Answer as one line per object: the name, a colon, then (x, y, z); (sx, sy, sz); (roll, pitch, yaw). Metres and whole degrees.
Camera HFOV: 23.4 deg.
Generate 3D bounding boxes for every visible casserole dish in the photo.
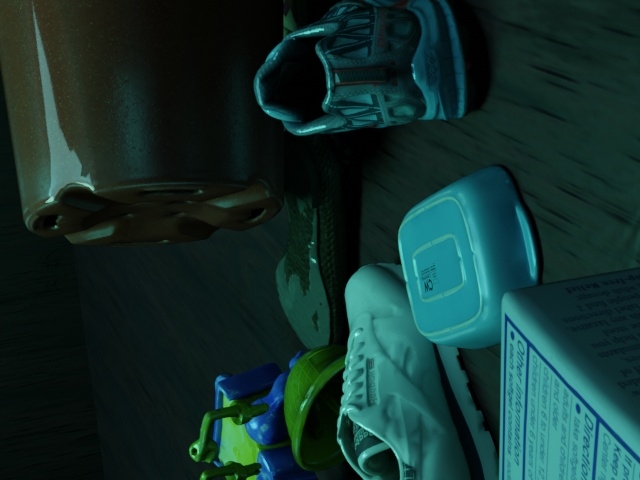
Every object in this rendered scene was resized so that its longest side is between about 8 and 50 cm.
casserole dish: (0.094, 0.016, 1.037); (0.188, 0.037, 0.114); (147, 113, -74)

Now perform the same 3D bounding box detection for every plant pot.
plant pot: (-0.140, -0.143, 1.214); (0.272, 0.272, 0.265); (135, 131, -71)

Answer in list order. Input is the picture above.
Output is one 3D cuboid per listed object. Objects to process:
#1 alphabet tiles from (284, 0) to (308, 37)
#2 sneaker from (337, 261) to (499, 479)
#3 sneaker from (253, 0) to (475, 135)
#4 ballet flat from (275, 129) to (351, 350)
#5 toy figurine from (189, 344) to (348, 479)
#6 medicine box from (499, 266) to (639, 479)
alphabet tiles: (-0.073, -0.305, 1.453); (0.342, 0.011, 0.285); (-136, 39, -64)
sneaker: (0.052, 0.110, 1.134); (0.090, 0.095, 0.235); (95, 160, -46)
sneaker: (0.007, -0.125, 1.081); (0.262, 0.125, 0.104); (-174, 75, -73)
ballet flat: (0.000, 0.000, 1.330); (0.084, 0.058, 0.250); (35, 143, 38)
toy figurine: (-0.069, 0.183, 1.384); (0.217, 0.191, 0.362); (-122, 27, -44)
medicine box: (0.191, 0.182, 0.604); (0.289, 0.149, 0.263); (-129, 33, -58)
